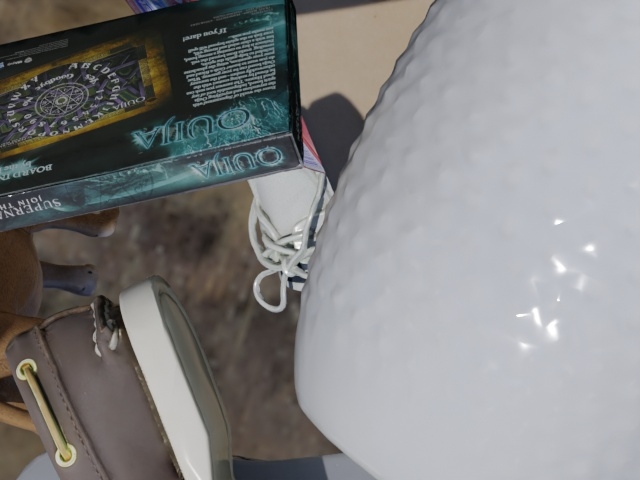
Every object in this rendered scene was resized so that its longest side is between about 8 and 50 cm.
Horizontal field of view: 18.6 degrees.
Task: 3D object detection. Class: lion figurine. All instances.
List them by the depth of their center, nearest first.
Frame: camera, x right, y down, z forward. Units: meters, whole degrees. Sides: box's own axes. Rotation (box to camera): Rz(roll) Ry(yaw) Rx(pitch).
[{"bbox_3d":[-0.303,0.050,1.801,0.240,0.142,0.392,10,-149,-23],"label":"lion figurine"}]

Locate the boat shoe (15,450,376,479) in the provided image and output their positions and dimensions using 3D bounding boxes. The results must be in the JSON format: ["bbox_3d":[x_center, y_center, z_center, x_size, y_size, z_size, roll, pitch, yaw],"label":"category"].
[{"bbox_3d":[-0.046,0.166,1.143,0.268,0.096,0.088,-5,153,12],"label":"boat shoe"}]

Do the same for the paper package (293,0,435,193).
[{"bbox_3d":[0.153,-0.142,1.349,0.325,0.168,0.309,-15,106,26],"label":"paper package"}]

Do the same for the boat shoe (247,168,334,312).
[{"bbox_3d":[-0.006,-0.001,1.898,0.136,0.156,0.367,14,156,37],"label":"boat shoe"}]

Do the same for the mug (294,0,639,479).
[{"bbox_3d":[0.130,-0.019,1.098,0.276,0.328,0.374,31,-174,-24],"label":"mug"}]

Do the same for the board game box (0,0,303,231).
[{"bbox_3d":[-0.102,-0.066,0.993,0.186,0.126,0.026,-12,134,8],"label":"board game box"}]

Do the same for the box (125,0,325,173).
[{"bbox_3d":[-0.062,-0.211,1.561,0.154,0.142,0.300,18,151,56],"label":"box"}]

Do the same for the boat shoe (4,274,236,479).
[{"bbox_3d":[-0.074,0.184,1.024,0.097,0.324,0.116,-20,174,5],"label":"boat shoe"}]
